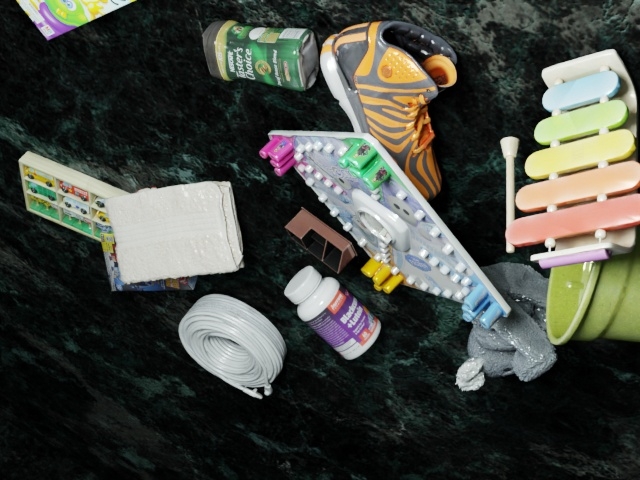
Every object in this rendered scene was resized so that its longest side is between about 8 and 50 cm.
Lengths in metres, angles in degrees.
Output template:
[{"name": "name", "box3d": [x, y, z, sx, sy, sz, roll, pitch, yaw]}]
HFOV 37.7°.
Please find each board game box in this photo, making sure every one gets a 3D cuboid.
[{"name": "board game box", "box3d": [-0.354, -0.443, 1.468, 0.275, 0.142, 0.144, -10, 127, 39]}, {"name": "board game box", "box3d": [0.093, -0.024, 1.580, 0.390, 0.050, 0.390, 49, 166, -22]}, {"name": "board game box", "box3d": [-0.368, 0.043, 2.047, 0.194, 0.060, 0.194, 8, 138, 3]}]

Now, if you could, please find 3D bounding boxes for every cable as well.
[{"name": "cable", "box3d": [-0.200, 0.233, 2.162, 0.257, 0.089, 0.257, 25, 141, 7]}]

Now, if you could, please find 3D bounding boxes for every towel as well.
[{"name": "towel", "box3d": [-0.293, -0.015, 1.870, 0.282, 0.049, 0.187, -8, 96, 19]}]

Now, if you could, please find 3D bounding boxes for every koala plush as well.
[{"name": "koala plush", "box3d": [0.328, 0.167, 1.687, 0.203, 0.196, 0.221, 33, 144, 14]}]

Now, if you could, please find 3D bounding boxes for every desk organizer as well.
[{"name": "desk organizer", "box3d": [0.000, 0.000, 1.706, 0.130, 0.050, 0.047, 36, 166, 31]}]

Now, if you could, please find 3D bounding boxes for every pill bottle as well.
[{"name": "pill bottle", "box3d": [0.022, 0.143, 1.903, 0.193, 0.108, 0.108, 43, 140, -17]}]

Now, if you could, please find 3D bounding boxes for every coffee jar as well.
[{"name": "coffee jar", "box3d": [-0.099, -0.300, 1.515, 0.184, 0.079, 0.096, 12, 138, 23]}]

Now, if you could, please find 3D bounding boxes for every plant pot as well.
[{"name": "plant pot", "box3d": [0.501, 0.049, 1.402, 0.254, 0.276, 0.276, 13, 140, 3]}]

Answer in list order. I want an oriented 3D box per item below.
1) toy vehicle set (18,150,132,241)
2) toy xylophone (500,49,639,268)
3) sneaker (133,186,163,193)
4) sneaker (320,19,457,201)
[{"name": "toy vehicle set", "box3d": [-0.533, -0.083, 2.065, 0.267, 0.035, 0.166, 22, 141, 10]}, {"name": "toy xylophone", "box3d": [0.341, -0.095, 1.300, 0.236, 0.322, 0.081, -21, 144, 36]}, {"name": "sneaker", "box3d": [-0.298, -0.026, 1.932, 0.225, 0.093, 0.088, 35, 142, -5]}, {"name": "sneaker", "box3d": [0.143, -0.194, 1.443, 0.180, 0.124, 0.321, -9, 127, 40]}]
